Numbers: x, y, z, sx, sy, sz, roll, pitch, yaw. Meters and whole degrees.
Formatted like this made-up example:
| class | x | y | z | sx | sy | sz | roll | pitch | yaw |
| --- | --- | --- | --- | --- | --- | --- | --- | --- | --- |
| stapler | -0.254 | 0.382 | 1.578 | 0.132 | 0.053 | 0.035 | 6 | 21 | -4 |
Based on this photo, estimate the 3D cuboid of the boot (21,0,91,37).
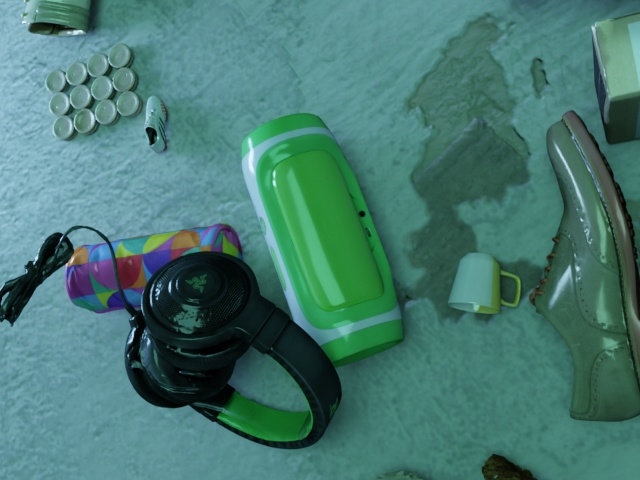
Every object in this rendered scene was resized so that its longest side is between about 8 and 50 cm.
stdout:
| class | x | y | z | sx | sy | sz | roll | pitch | yaw |
| --- | --- | --- | --- | --- | --- | --- | --- | --- | --- |
| boot | -0.418 | -0.389 | 1.247 | 0.213 | 0.077 | 0.165 | 12 | 90 | 19 |

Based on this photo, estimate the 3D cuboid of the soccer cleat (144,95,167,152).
| class | x | y | z | sx | sy | sz | roll | pitch | yaw |
| --- | --- | --- | --- | --- | --- | --- | --- | --- | --- |
| soccer cleat | -0.231 | -0.163 | 1.174 | 0.029 | 0.035 | 0.083 | -8 | 81 | 18 |

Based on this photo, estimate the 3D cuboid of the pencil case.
| class | x | y | z | sx | sy | sz | roll | pitch | yaw |
| --- | --- | --- | --- | --- | --- | --- | --- | --- | --- |
| pencil case | -0.216 | 0.040 | 1.113 | 0.236 | 0.104 | 0.104 | -7 | 81 | 19 |

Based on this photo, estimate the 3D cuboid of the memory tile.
| class | x | y | z | sx | sy | sz | roll | pitch | yaw |
| --- | --- | --- | --- | --- | --- | --- | --- | --- | --- |
| memory tile | -0.330 | -0.213 | 1.227 | 0.148 | 0.012 | 0.113 | -17 | 79 | 16 |

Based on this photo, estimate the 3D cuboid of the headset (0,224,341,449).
| class | x | y | z | sx | sy | sz | roll | pitch | yaw |
| --- | --- | --- | --- | --- | --- | --- | --- | --- | --- |
| headset | -0.168 | 0.126 | 0.978 | 0.394 | 0.243 | 0.185 | 35 | 53 | 1 |

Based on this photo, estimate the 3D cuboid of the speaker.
| class | x | y | z | sx | sy | sz | roll | pitch | yaw |
| --- | --- | --- | --- | --- | --- | --- | --- | --- | --- |
| speaker | 0.000 | 0.000 | 1.029 | 0.131 | 0.131 | 0.296 | -24 | 76 | 15 |

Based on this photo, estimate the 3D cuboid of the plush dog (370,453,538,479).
| class | x | y | z | sx | sy | sz | roll | pitch | yaw |
| --- | --- | --- | --- | --- | --- | --- | --- | --- | --- |
| plush dog | 0.178 | 0.357 | 0.907 | 0.225 | 0.210 | 0.262 | -18 | 77 | -8 |

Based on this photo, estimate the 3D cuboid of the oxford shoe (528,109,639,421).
| class | x | y | z | sx | sy | sz | roll | pitch | yaw |
| --- | --- | --- | --- | --- | --- | --- | --- | --- | --- |
| oxford shoe | 0.286 | 0.030 | 0.932 | 0.130 | 0.123 | 0.348 | -16 | 77 | 22 |

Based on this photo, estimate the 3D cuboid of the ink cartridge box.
| class | x | y | z | sx | sy | sz | roll | pitch | yaw |
| --- | --- | --- | --- | --- | --- | --- | --- | --- | --- |
| ink cartridge box | 0.408 | -0.182 | 0.875 | 0.235 | 0.193 | 0.088 | -10 | 80 | 18 |

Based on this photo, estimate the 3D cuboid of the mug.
| class | x | y | z | sx | sy | sz | roll | pitch | yaw |
| --- | --- | --- | --- | --- | --- | --- | --- | --- | --- |
| mug | 0.191 | 0.051 | 1.001 | 0.062 | 0.078 | 0.064 | -6 | 70 | 51 |
